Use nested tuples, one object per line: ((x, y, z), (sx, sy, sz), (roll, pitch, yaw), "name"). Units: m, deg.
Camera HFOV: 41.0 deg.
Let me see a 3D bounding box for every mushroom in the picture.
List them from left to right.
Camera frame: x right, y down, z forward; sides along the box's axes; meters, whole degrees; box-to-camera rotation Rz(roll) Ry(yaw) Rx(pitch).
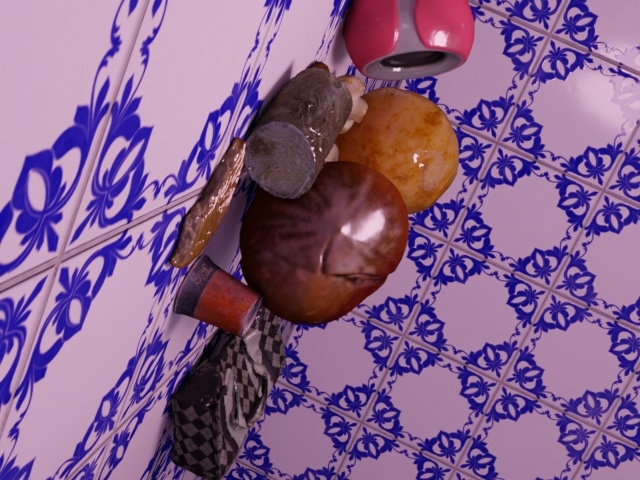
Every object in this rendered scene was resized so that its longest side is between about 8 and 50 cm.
((0.055, -0.328, 2.064), (0.148, 0.112, 0.148), (-155, -90, -87), "mushroom")

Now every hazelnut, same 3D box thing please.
((0.000, 0.000, 1.686), (0.372, 0.315, 0.372), (-55, -177, 5), "hazelnut")

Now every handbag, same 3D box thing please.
((-0.226, 0.339, 2.141), (0.416, 0.180, 0.316), (-58, 159, -44), "handbag")

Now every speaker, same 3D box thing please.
((0.206, -0.475, 1.930), (0.294, 0.294, 0.294), (25, 90, -85), "speaker")

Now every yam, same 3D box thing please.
((-0.034, -0.211, 1.574), (0.254, 0.154, 0.154), (-60, 173, -37), "yam")

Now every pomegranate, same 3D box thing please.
((0.215, -0.261, 2.410), (0.410, 0.410, 0.410), (25, 90, -85), "pomegranate")

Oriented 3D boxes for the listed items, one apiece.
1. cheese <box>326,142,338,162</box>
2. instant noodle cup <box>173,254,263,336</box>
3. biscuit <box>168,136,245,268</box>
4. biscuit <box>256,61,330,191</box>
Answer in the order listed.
((-0.010, -0.181, 1.878), (0.286, 0.082, 0.163), (106, 10, -47), "cheese")
((-0.186, 0.111, 1.599), (0.127, 0.136, 0.127), (-63, 175, -11), "instant noodle cup")
((-0.180, -0.064, 1.434), (0.176, 0.031, 0.228), (-46, 161, -78), "biscuit")
((-0.053, -0.233, 1.840), (0.317, 0.040, 0.318), (-63, 175, -10), "biscuit")
